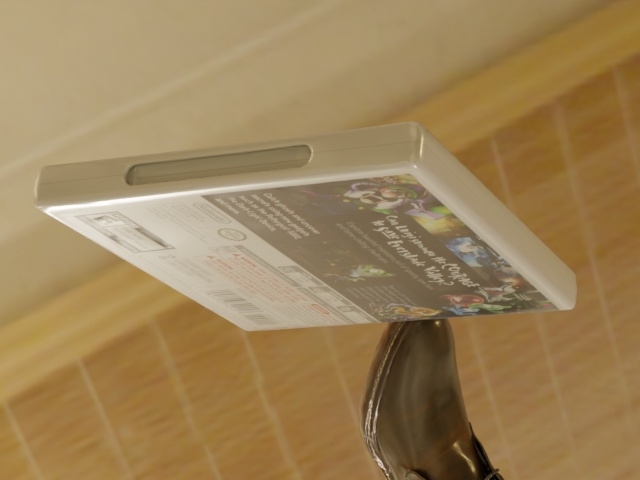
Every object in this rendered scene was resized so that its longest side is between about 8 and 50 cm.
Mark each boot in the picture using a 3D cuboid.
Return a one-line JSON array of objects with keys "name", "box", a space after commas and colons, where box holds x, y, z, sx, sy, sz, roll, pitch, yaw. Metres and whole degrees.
[{"name": "boot", "box": [0.086, 0.134, 1.020, 0.106, 0.219, 0.082, 27, -133, 35]}]

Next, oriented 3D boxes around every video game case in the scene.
[{"name": "video game case", "box": [0.000, 0.000, 0.756, 0.173, 0.190, 0.022, -5, -111, 26]}]
